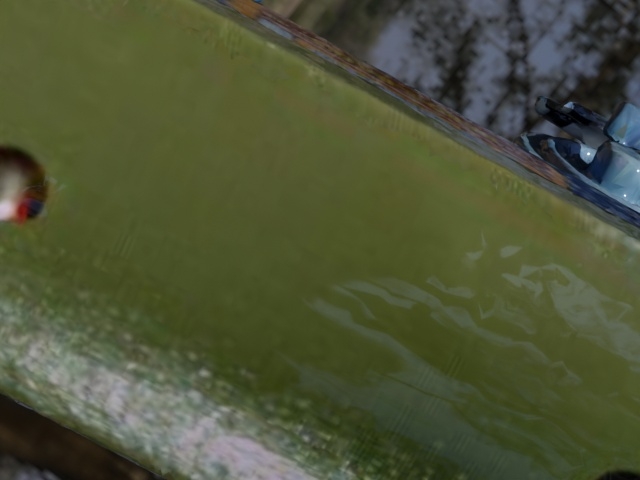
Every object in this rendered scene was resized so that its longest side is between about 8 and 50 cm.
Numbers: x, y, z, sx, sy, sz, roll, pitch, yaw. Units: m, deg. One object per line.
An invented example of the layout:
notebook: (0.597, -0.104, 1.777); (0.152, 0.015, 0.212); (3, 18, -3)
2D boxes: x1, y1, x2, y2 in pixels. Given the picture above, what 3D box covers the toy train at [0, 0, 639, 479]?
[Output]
toy train: (0.000, 0.000, 0.456); (0.131, 0.299, 0.202); (-61, -176, 17)
